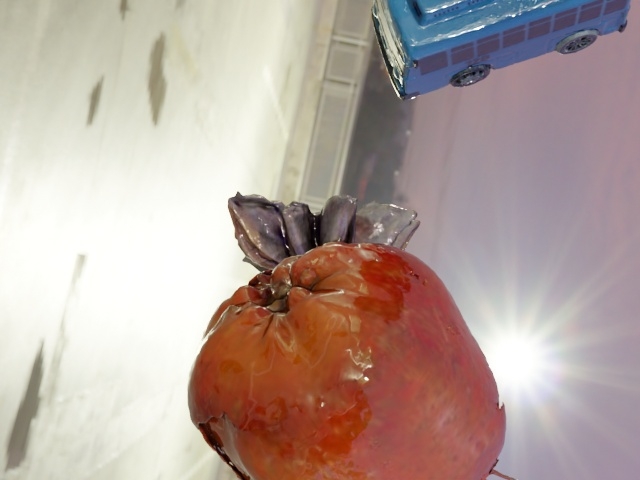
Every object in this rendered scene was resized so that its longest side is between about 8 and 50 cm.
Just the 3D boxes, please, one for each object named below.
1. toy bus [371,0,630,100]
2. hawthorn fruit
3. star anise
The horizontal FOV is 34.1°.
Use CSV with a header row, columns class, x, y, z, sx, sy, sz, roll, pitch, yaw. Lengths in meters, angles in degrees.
class,x,y,z,sx,sy,sz,roll,pitch,yaw
toy bus,0.132,-0.181,0.781,0.106,0.185,0.090,57,16,-76
hawthorn fruit,0.048,0.131,0.795,0.211,0.299,0.211,-41,-156,22
star anise,0.000,0.000,1.190,0.229,0.236,0.093,138,-42,-58
